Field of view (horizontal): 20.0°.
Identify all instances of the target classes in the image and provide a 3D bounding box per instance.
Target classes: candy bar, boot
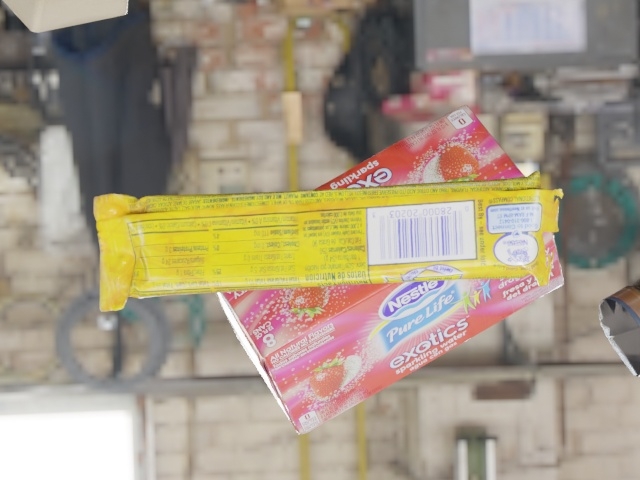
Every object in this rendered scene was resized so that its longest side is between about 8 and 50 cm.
[{"bbox_3d":[0.000,0.000,0.604,0.161,0.040,0.018,-3,172,13],"label":"candy bar"},{"bbox_3d":[0.320,0.111,1.404,0.106,0.219,0.082,-30,171,-21],"label":"boot"}]

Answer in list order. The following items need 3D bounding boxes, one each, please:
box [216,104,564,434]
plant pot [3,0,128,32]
[{"bbox_3d":[0.051,0.023,1.463,0.257,0.128,0.122,-29,141,-7],"label":"box"},{"bbox_3d":[-0.243,-0.272,1.701,0.109,0.096,0.109,-18,-128,-37],"label":"plant pot"}]
